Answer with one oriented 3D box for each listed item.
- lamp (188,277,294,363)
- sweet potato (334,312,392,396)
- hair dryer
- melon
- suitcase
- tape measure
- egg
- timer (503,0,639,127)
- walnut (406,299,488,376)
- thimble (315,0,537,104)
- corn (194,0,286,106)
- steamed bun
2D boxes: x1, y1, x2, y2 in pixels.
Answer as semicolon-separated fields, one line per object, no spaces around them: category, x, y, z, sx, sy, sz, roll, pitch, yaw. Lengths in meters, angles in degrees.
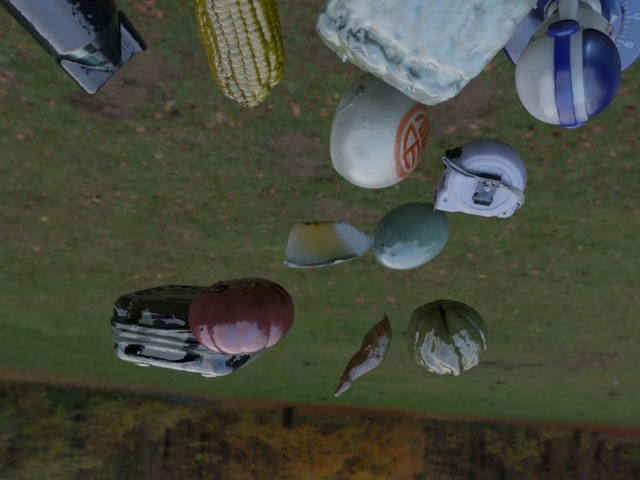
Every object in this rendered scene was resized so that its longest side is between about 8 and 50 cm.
lamp;-0.133;0.135;1.125;0.182;0.140;0.182;-8;-173;1
sweet potato;0.109;0.271;1.523;0.068;0.226;0.068;33;-177;-2
hair dryer;-0.257;-0.270;0.759;0.302;0.116;0.244;24;162;38
melon;-0.001;0.004;1.339;0.203;0.093;0.139;-9;-179;-24
suitcase;-0.321;0.219;1.574;0.352;0.193;0.339;4;-173;20
tape measure;0.350;-0.132;1.438;0.196;0.105;0.178;6;127;10
egg;0.238;-0.013;1.751;0.237;0.169;0.169;-26;-179;-31
timer;0.383;-0.304;1.001;0.271;0.383;0.270;13;135;13
walnut;0.131;0.101;0.688;0.092;0.092;0.092;4;164;1
thimble;0.134;-0.306;0.788;0.195;0.291;0.291;30;159;-8
corn;-0.094;-0.254;0.738;0.097;0.097;0.261;2;146;7
steamed bun;0.159;-0.252;1.562;0.177;0.282;0.283;21;173;28
